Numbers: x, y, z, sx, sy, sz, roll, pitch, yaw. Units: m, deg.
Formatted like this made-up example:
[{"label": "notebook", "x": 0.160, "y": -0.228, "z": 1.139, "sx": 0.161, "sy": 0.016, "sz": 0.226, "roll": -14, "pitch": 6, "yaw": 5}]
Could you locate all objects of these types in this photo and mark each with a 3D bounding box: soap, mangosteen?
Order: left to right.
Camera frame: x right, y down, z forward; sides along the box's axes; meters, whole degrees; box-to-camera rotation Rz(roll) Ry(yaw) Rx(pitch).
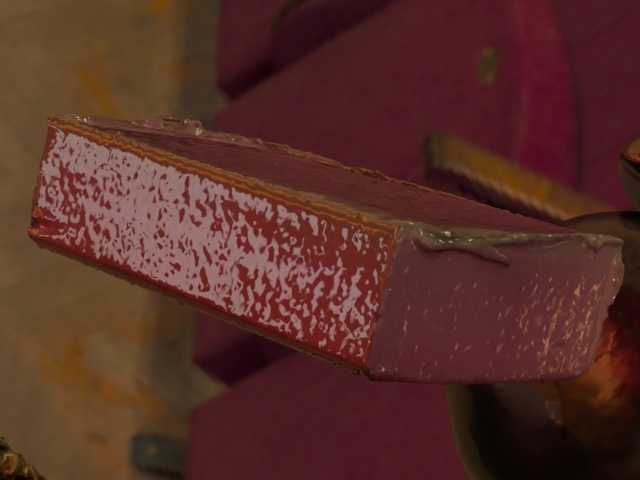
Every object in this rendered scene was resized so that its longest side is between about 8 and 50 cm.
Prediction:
[{"label": "soap", "x": -0.001, "y": 0.002, "z": 0.905, "sx": 0.259, "sy": 0.081, "sz": 0.181, "roll": 19, "pitch": 11, "yaw": 41}, {"label": "mangosteen", "x": 0.319, "y": 0.109, "z": 1.568, "sx": 0.382, "sy": 0.435, "sz": 0.382, "roll": 27, "pitch": 8, "yaw": -4}]

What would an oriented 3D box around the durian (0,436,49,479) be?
[{"label": "durian", "x": -0.222, "y": 0.139, "z": 0.801, "sx": 0.193, "sy": 0.237, "sz": 0.137, "roll": 34, "pitch": 42, "yaw": -13}]
